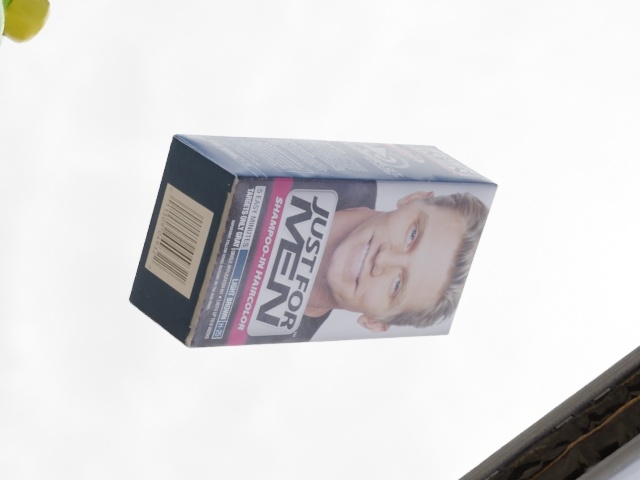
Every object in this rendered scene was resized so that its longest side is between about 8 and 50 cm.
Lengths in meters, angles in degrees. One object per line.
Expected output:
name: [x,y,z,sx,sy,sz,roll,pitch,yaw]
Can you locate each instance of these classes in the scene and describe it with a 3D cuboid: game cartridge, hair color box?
game cartridge: [0.162,0.139,0.965,0.297,0.198,0.062,-40,-121,21]
hair color box: [0.000,0.000,1.736,0.105,0.347,0.174,33,-66,41]

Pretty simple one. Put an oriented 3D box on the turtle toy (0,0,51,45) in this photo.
turtle toy: [-0.165,-0.097,0.745,0.130,0.095,0.066,-3,-125,56]
